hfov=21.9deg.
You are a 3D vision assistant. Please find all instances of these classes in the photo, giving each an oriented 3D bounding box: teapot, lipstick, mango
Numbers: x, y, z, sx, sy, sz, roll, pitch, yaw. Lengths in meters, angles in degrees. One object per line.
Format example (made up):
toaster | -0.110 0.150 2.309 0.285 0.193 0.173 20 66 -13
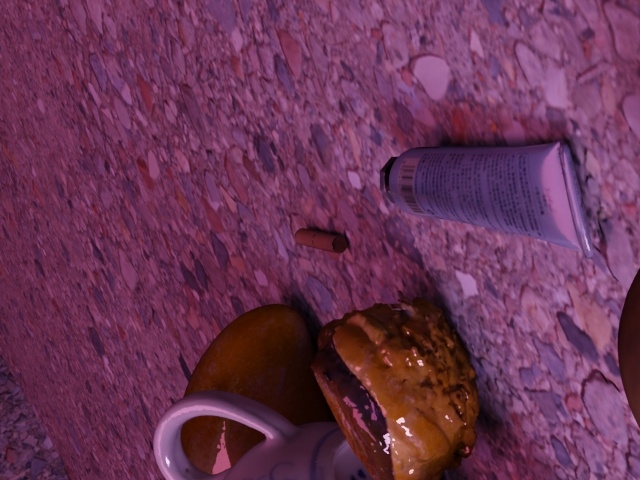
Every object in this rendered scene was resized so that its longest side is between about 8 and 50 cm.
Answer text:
teapot | -0.009 0.323 1.672 0.424 0.252 0.280 46 126 5
lipstick | 0.000 0.000 1.667 0.094 0.019 0.019 14 126 65
mango | -0.060 0.252 1.867 0.221 0.199 0.384 -138 43 -58

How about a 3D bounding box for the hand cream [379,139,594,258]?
hand cream | 0.123 -0.037 1.269 0.256 0.055 0.088 12 116 63

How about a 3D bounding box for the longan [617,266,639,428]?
longan | 0.254 0.058 0.900 0.204 0.159 0.184 -33 72 57

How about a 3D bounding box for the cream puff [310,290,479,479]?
cream puff | 0.073 0.130 1.477 0.189 0.129 0.189 56 167 20
